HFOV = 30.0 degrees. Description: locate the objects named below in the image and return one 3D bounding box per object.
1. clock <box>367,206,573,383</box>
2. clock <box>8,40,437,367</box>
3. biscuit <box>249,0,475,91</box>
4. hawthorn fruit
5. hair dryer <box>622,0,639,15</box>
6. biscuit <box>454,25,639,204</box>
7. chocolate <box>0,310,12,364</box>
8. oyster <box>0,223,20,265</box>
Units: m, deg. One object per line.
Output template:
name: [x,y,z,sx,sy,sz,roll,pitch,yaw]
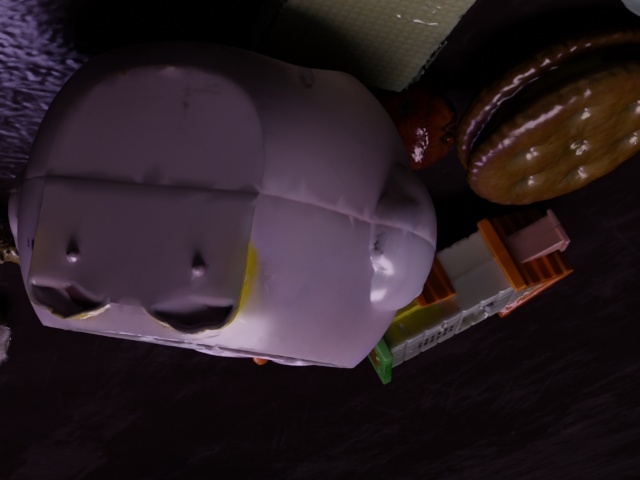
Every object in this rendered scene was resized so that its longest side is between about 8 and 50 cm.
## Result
clock: [0.158,0.051,1.394,0.255,0.106,0.220,-28,167,-5]
clock: [-0.069,-0.023,1.048,0.368,0.250,0.377,5,172,19]
biscuit: [0.046,-0.205,0.932,0.150,0.052,0.252,7,156,-16]
hawthorn fruit: [0.081,-0.110,1.121,0.093,0.093,0.093,-4,156,-2]
hair dryer: [0.238,-0.246,0.891,0.237,0.075,0.206,14,157,-21]
biscuit: [0.229,-0.111,1.110,0.220,0.066,0.220,-19,157,-8]
chocolate: [-0.522,0.127,1.500,0.261,0.083,0.161,-12,159,-29]
oyster: [-0.418,-0.037,1.201,0.129,0.078,0.345,4,167,37]
